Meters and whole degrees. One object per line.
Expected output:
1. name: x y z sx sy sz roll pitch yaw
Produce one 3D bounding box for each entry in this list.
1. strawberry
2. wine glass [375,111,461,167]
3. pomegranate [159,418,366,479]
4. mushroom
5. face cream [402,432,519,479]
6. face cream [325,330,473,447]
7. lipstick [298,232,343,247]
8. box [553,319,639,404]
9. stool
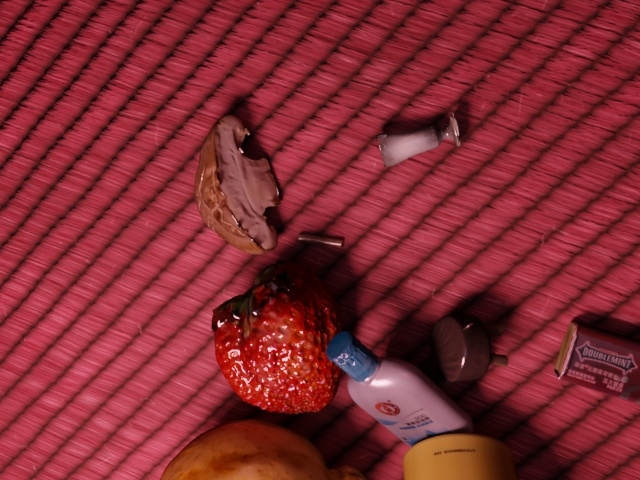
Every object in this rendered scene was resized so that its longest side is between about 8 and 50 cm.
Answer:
1. strawberry: -0.061 0.200 1.144 0.250 0.238 0.288 -32 98 43
2. wine glass: 0.189 -0.194 1.129 0.156 0.072 0.072 -15 93 11
3. pomegranate: -0.106 0.521 1.113 0.411 0.410 0.409 1 97 11
4. mushroom: -0.189 -0.100 1.194 0.151 0.156 0.285 -15 93 40
5. face cream: 0.267 0.491 1.088 0.218 0.179 0.218 1 135 1
6. face cream: 0.140 0.288 1.103 0.163 0.080 0.337 -23 124 37
7. lipstick: 0.000 0.000 1.211 0.094 0.019 0.018 8 98 10
8. box: 0.573 0.239 1.104 0.224 0.069 0.120 18 99 10
9. stool: 0.270 0.225 1.133 0.121 0.125 0.217 4 133 -22
